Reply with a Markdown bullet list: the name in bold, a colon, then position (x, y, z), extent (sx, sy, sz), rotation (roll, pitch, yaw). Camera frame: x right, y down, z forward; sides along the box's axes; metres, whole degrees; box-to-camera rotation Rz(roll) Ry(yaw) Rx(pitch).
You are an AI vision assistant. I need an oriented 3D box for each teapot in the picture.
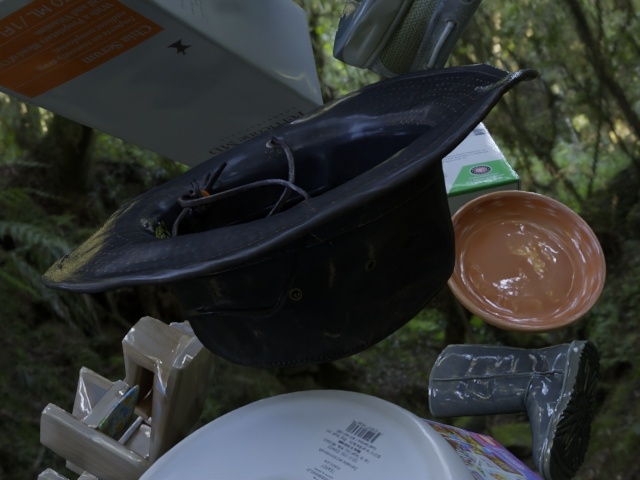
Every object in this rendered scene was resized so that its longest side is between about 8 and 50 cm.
- **teapot**: position (-0.005, 0.224, 0.494), extent (0.252, 0.187, 0.256), rotation (-16, 32, 11)

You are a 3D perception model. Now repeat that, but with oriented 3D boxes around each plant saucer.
- **plant saucer**: position (0.244, 0.028, 1.044), extent (0.200, 0.200, 0.037), rotation (-18, -31, -14)

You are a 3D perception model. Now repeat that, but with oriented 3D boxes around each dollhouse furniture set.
- **dollhouse furniture set**: position (-0.159, 0.269, 1.141), extent (0.362, 0.256, 0.394), rotation (-54, -12, -48)

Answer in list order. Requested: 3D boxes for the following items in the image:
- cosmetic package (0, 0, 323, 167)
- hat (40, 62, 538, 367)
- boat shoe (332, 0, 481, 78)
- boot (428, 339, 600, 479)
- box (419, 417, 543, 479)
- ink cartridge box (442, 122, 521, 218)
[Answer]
- **cosmetic package**: position (-0.209, -0.243, 0.988), extent (0.230, 0.161, 0.453), rotation (-20, -18, 25)
- **hat**: position (0.000, 0.000, 0.557), extent (0.331, 0.134, 0.331), rotation (-22, 14, 6)
- **boat shoe**: position (0.116, -0.221, 0.608), extent (0.103, 0.118, 0.320), rotation (24, -36, -15)
- **boot**: position (0.211, 0.194, 1.003), extent (0.208, 0.076, 0.189), rotation (-8, 41, 40)
- **box**: position (0.247, 0.360, 1.271), extent (0.201, 0.057, 0.293), rotation (20, 6, -25)
- **ink cartridge box**: position (0.186, -0.099, 1.399), extent (0.211, 0.121, 0.289), rotation (-12, 33, 1)
